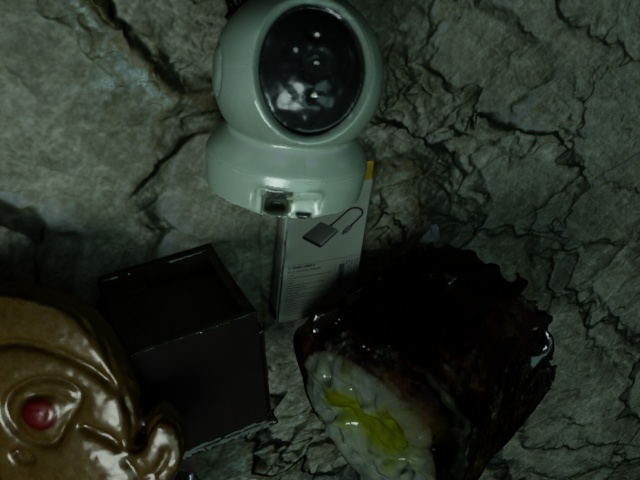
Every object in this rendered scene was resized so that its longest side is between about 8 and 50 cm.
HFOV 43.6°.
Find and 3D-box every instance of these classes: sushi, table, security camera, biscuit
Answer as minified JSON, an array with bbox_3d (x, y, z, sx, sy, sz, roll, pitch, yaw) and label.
[{"bbox_3d":[0.142,0.177,1.116,0.294,0.299,0.281,-36,150,-30],"label":"sushi"},{"bbox_3d":[-0.165,0.140,1.022,0.172,0.169,0.193,-18,127,-19],"label":"table"},{"bbox_3d":[-0.028,-0.163,0.891,0.195,0.194,0.236,-4,118,-28],"label":"security camera"},{"bbox_3d":[-0.316,0.238,0.908,0.350,0.070,0.394,-9,104,19],"label":"biscuit"}]

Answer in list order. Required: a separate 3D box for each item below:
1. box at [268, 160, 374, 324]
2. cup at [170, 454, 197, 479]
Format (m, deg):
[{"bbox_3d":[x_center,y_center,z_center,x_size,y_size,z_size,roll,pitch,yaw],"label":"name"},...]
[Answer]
[{"bbox_3d":[0.000,0.000,1.114,0.129,0.033,0.247,-8,124,-25],"label":"box"},{"bbox_3d":[-0.242,0.356,1.100,0.191,0.200,0.253,23,106,-39],"label":"cup"}]
